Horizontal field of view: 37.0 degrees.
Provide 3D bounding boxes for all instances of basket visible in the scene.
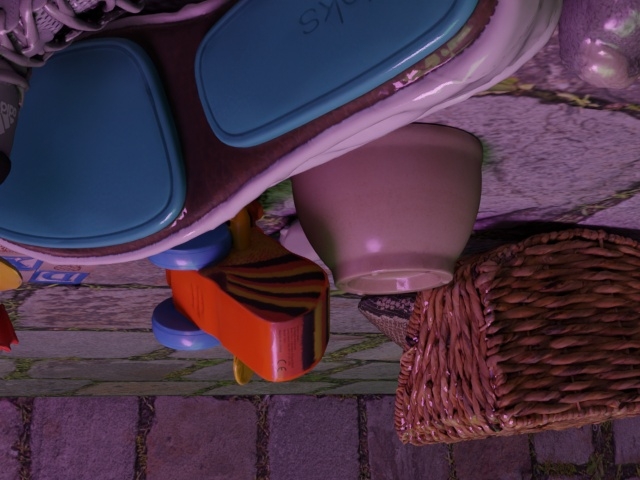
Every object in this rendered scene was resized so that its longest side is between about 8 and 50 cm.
[{"bbox_3d":[0.242,0.111,1.096,0.299,0.213,0.223,-1,165,-27],"label":"basket"}]

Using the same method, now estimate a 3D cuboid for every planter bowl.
[{"bbox_3d":[0.055,-0.016,0.779,0.162,0.109,0.162,-2,165,-1],"label":"planter bowl"}]

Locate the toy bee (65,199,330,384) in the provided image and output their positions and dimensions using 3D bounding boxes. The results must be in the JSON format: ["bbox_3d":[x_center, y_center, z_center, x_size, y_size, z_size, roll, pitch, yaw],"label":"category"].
[{"bbox_3d":[-0.083,0.008,0.815,0.162,0.298,0.195,-26,146,-41],"label":"toy bee"}]

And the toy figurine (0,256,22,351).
[{"bbox_3d":[-0.335,-0.042,0.448,0.191,0.217,0.362,-46,132,6],"label":"toy figurine"}]

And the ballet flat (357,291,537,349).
[{"bbox_3d":[0.296,0.144,1.307,0.483,0.182,0.164,-1,166,-6],"label":"ballet flat"}]

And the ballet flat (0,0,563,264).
[{"bbox_3d":[-0.045,-0.072,0.531,0.400,0.139,0.139,-17,160,36],"label":"ballet flat"}]

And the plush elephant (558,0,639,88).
[{"bbox_3d":[0.267,-0.054,0.379,0.330,0.255,0.272,-4,166,1],"label":"plush elephant"}]

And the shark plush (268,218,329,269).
[{"bbox_3d":[0.000,0.000,0.949,0.067,0.073,0.161,-30,179,-37],"label":"shark plush"}]

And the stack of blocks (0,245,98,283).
[{"bbox_3d":[-0.300,-0.034,0.673,0.297,0.087,0.171,4,164,-26],"label":"stack of blocks"}]

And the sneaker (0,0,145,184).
[{"bbox_3d":[-0.115,-0.089,0.412,0.229,0.132,0.086,-6,165,12],"label":"sneaker"}]
